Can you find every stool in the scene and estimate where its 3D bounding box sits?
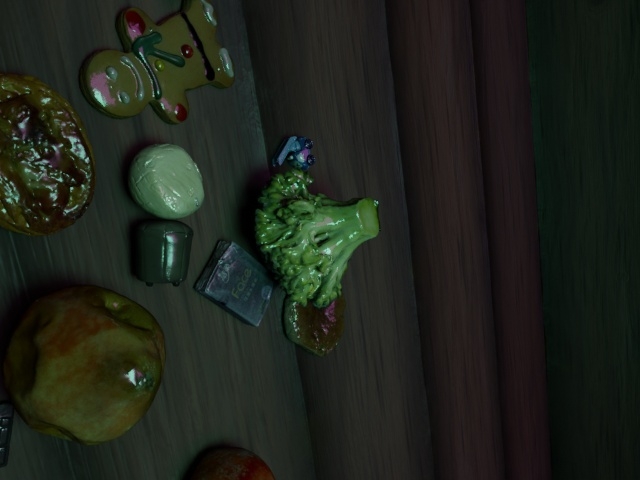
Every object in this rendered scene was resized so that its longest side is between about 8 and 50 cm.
[{"bbox_3d":[-0.264,0.020,0.853,0.096,0.096,0.111,2,94,-47],"label":"stool"}]

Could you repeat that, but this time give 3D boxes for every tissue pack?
[{"bbox_3d":[-0.160,0.086,0.997,0.156,0.051,0.113,44,61,-39],"label":"tissue pack"}]

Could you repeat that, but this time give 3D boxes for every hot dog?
[{"bbox_3d":[-0.403,-0.113,0.698,0.160,0.099,0.227,-38,121,-38],"label":"hot dog"}]

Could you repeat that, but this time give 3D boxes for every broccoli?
[{"bbox_3d":[0.000,0.000,1.007,0.288,0.245,0.248,34,44,-56],"label":"broccoli"}]

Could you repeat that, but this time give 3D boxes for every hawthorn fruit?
[{"bbox_3d":[-0.160,0.468,0.926,0.172,0.172,0.173,-3,94,-47],"label":"hawthorn fruit"}]

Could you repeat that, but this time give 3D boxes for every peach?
[{"bbox_3d":[-0.311,0.174,0.711,0.214,0.235,0.215,-19,115,-47],"label":"peach"}]

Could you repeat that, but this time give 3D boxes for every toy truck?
[{"bbox_3d":[-0.062,-0.185,1.094,0.089,0.056,0.073,-12,97,-32],"label":"toy truck"}]

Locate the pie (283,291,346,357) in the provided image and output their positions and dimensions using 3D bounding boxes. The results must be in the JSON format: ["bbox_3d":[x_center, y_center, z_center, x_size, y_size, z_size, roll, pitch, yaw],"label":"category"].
[{"bbox_3d":[-0.007,0.167,1.169,0.195,0.046,0.196,-1,91,-48],"label":"pie"}]

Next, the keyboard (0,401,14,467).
[{"bbox_3d":[-0.547,0.258,0.614,0.309,0.018,0.101,9,86,-47],"label":"keyboard"}]

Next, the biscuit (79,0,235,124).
[{"bbox_3d":[-0.267,-0.303,0.871,0.301,0.049,0.197,-41,118,-37],"label":"biscuit"}]

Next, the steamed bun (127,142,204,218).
[{"bbox_3d":[-0.264,-0.093,0.846,0.112,0.090,0.130,-40,107,-49],"label":"steamed bun"}]
